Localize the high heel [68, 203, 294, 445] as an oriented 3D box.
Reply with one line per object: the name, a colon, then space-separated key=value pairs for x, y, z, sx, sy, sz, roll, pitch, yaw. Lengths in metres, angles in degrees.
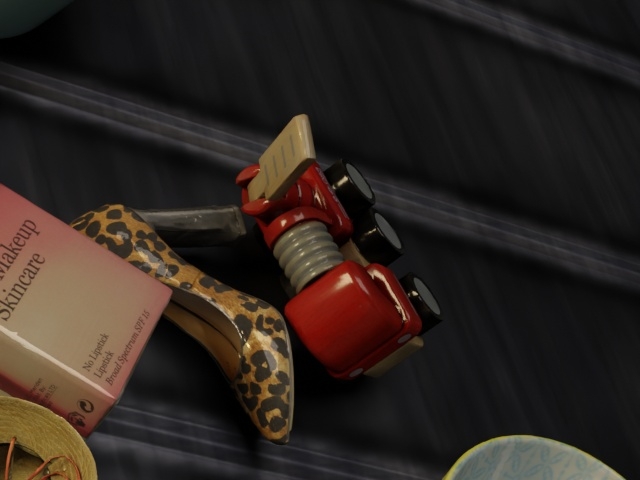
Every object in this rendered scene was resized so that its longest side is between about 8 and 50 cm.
high heel: x=-0.133 y=0.080 z=1.531 sx=0.186 sy=0.093 sz=0.261 roll=-4 pitch=57 yaw=-27

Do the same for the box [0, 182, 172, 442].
box: x=-0.266 y=0.060 z=1.404 sx=0.232 sy=0.127 sz=0.149 roll=32 pitch=41 yaw=-8

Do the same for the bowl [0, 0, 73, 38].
bowl: x=-0.344 y=-0.320 z=1.668 sx=0.311 sy=0.163 sz=0.312 roll=20 pitch=44 yaw=-20

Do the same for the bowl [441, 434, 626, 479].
bowl: x=0.182 y=0.331 z=1.466 sx=0.289 sy=0.156 sz=0.289 roll=20 pitch=44 yaw=-20

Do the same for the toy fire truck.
toy fire truck: x=0.000 y=0.000 z=1.560 sx=0.217 sy=0.158 sz=0.246 roll=61 pitch=17 yaw=23

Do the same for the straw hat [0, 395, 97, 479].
straw hat: x=-0.246 y=0.191 z=1.346 sx=0.144 sy=0.144 sz=0.061 roll=40 pitch=-1 yaw=1
